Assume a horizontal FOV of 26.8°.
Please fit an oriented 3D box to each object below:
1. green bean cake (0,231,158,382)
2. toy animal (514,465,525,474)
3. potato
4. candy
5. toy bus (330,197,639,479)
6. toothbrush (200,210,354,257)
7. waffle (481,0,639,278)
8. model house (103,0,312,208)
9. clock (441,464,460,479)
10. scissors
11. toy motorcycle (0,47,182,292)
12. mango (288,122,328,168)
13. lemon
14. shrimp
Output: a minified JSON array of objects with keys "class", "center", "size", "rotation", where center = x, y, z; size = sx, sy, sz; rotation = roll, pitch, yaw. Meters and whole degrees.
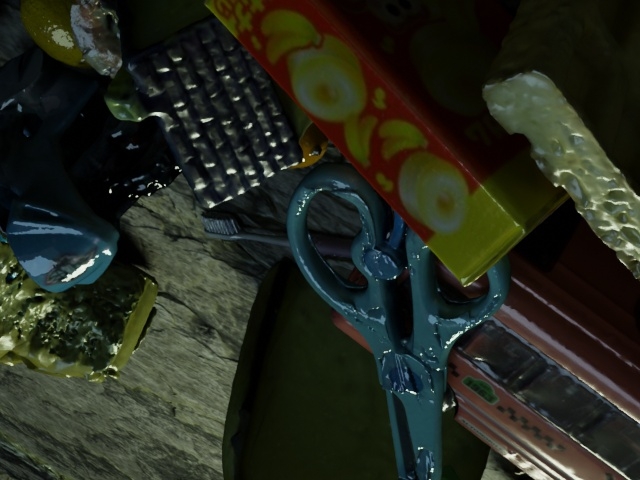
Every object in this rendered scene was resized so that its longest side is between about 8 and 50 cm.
[{"class":"green bean cake","center":[-0.377,0.062,1.649],"size":[0.285,0.202,0.310],"rotation":[22,173,22]},{"class":"toy animal","center":[0.294,0.197,1.395],"size":[0.243,0.087,0.260],"rotation":[26,152,-21]},{"class":"potato","center":[-0.004,0.245,1.555],"size":[0.330,0.280,0.213],"rotation":[35,151,-7]},{"class":"candy","center":[0.065,-0.118,0.931],"size":[0.276,0.146,0.088],"rotation":[46,138,6]},{"class":"toy bus","center":[0.242,0.093,1.125],"size":[0.427,0.203,0.233],"rotation":[36,148,-1]},{"class":"toothbrush","center":[0.000,0.000,1.421],"size":[0.354,0.024,0.029],"rotation":[9,136,40]},{"class":"waffle","center":[0.223,-0.074,0.898],"size":[0.057,0.168,0.274],"rotation":[-15,128,47]},{"class":"model house","center":[-0.093,-0.145,1.076],"size":[0.170,0.211,0.194],"rotation":[16,150,26]},{"class":"clock","center":[0.200,0.371,1.379],"size":[0.255,0.106,0.220],"rotation":[48,-178,-21]},{"class":"scissors","center":[0.066,0.095,1.077],"size":[0.180,0.032,0.393],"rotation":[17,138,24]},{"class":"toy motorcycle","center":[-0.309,-0.071,1.403],"size":[0.416,0.232,0.172],"rotation":[10,156,38]},{"class":"mango","center":[-0.072,-0.122,1.236],"size":[0.190,0.075,0.098],"rotation":[32,179,26]},{"class":"lemon","center":[-0.236,-0.210,1.260],"size":[0.110,0.082,0.082],"rotation":[42,152,-6]},{"class":"shrimp","center":[-0.179,-0.220,1.191],"size":[0.101,0.042,0.190],"rotation":[-15,130,-4]}]
